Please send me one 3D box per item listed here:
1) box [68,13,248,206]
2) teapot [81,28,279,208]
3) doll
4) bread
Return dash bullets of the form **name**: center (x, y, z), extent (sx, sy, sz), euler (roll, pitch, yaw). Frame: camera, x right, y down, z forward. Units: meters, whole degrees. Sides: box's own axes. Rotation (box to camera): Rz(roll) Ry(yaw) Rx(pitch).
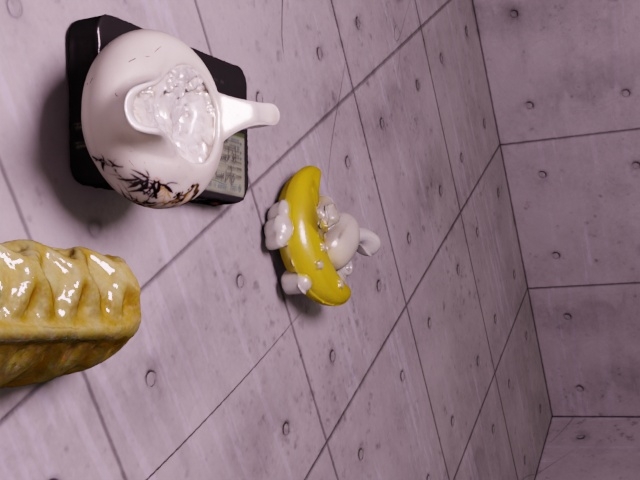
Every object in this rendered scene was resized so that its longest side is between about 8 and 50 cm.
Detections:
- **box**: center (-0.208, -0.163, 1.320), extent (0.350, 0.058, 0.212), euler (9, 80, -64)
- **teapot**: center (-0.174, -0.148, 1.160), extent (0.299, 0.165, 0.209), euler (-16, 88, -53)
- **doll**: center (0.000, 0.000, 1.670), extent (0.237, 0.111, 0.252), euler (55, 38, -22)
- **bread**: center (-0.292, 0.076, 1.023), extent (0.152, 0.130, 0.267), euler (-60, 157, 11)
